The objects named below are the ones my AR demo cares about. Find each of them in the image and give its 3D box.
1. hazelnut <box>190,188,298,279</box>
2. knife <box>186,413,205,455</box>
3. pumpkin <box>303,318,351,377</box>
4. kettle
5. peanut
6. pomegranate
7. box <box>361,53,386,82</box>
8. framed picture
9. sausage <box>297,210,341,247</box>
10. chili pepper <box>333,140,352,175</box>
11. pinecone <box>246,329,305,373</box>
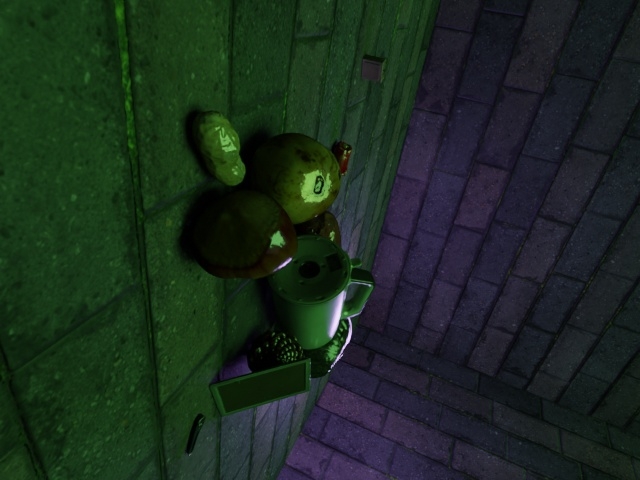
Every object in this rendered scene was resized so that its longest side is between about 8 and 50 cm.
[{"bbox_3d":[-0.155,-0.011,0.860,0.210,0.210,0.186,-41,119,-61],"label":"hazelnut"},{"bbox_3d":[-0.347,0.537,1.151,0.121,0.018,0.031,-71,163,5],"label":"knife"},{"bbox_3d":[-0.021,0.386,1.668,0.328,0.257,0.292,-52,174,-27],"label":"pumpkin"},{"bbox_3d":[0.010,0.177,1.401,0.360,0.250,0.377,-16,145,-14],"label":"kettle"},{"bbox_3d":[-0.181,-0.162,0.767,0.175,0.080,0.080,80,33,-60],"label":"peanut"},{"bbox_3d":[-0.067,-0.142,0.973,0.215,0.215,0.216,19,90,-75],"label":"pomegranate"},{"bbox_3d":[0.194,-0.623,1.512,0.079,0.083,0.035,89,25,-54],"label":"box"},{"bbox_3d":[-0.173,0.444,1.270,0.232,0.296,0.019,93,-20,-47],"label":"framed picture"},{"bbox_3d":[0.000,0.000,1.467,0.280,0.152,0.152,83,30,-58],"label":"sausage"},{"bbox_3d":[0.077,-0.300,1.528,0.070,0.073,0.123,-117,-151,-47],"label":"chili pepper"},{"bbox_3d":[-0.150,0.389,1.364,0.212,0.185,0.169,118,-20,-58],"label":"pinecone"}]
